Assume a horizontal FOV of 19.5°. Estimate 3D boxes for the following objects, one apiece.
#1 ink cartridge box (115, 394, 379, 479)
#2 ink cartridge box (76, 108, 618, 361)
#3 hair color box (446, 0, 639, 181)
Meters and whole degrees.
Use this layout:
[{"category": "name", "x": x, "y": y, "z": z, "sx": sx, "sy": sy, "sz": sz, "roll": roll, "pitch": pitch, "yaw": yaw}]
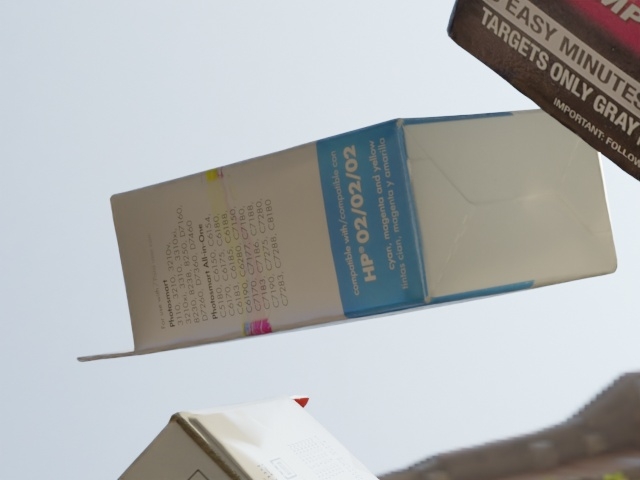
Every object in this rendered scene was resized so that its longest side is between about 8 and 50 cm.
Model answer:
[{"category": "ink cartridge box", "x": -0.090, "y": 0.226, "z": 0.891, "sx": 0.130, "sy": 0.272, "sz": 0.309, "roll": 44, "pitch": -83, "yaw": 10}, {"category": "ink cartridge box", "x": 0.000, "y": 0.000, "z": 0.663, "sx": 0.104, "sy": 0.181, "sz": 0.062, "roll": -7, "pitch": -94, "yaw": -46}, {"category": "hair color box", "x": 0.154, "y": -0.135, "z": 0.401, "sx": 0.174, "sy": 0.347, "sz": 0.105, "roll": 37, "pitch": -123, "yaw": 16}]
